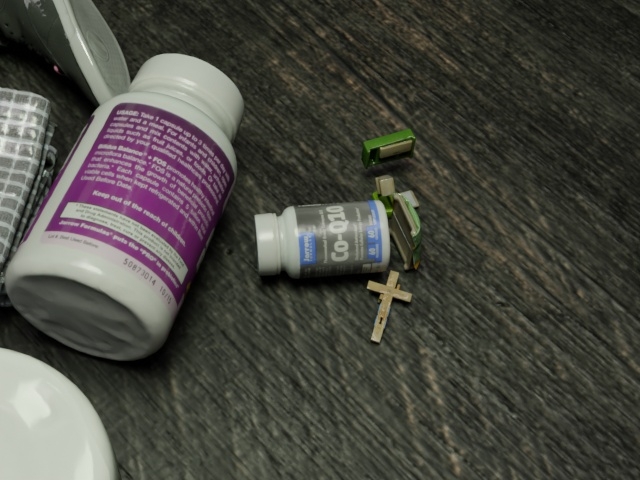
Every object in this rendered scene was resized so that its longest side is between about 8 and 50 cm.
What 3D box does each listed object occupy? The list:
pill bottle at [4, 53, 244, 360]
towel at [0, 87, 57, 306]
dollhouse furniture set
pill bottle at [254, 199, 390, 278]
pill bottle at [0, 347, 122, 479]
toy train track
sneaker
[{"bbox_3d":[-0.183,-0.043,1.095,0.169,0.169,0.301,16,57,7],"label":"pill bottle"},{"bbox_3d":[-0.421,-0.064,1.088,0.284,0.121,0.235,11,51,-8],"label":"towel"},{"bbox_3d":[0.097,-0.046,1.170,0.059,0.076,0.151,-15,58,-12],"label":"dollhouse furniture set"},{"bbox_3d":[0.000,0.000,1.131,0.137,0.078,0.078,-5,57,-6],"label":"pill bottle"},{"bbox_3d":[-0.233,0.245,0.782,0.204,0.361,0.204,1,56,-2],"label":"pill bottle"},{"bbox_3d":[0.067,0.071,1.128,0.048,0.014,0.083,18,62,0],"label":"toy train track"},{"bbox_3d":[-0.342,-0.243,1.273,0.147,0.104,0.295,-33,83,12],"label":"sneaker"}]
